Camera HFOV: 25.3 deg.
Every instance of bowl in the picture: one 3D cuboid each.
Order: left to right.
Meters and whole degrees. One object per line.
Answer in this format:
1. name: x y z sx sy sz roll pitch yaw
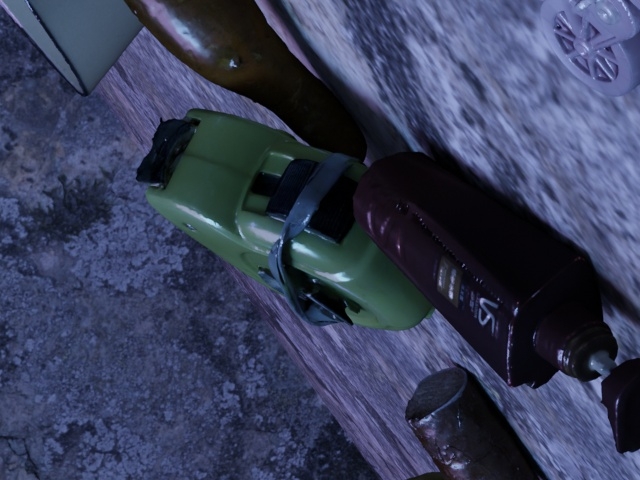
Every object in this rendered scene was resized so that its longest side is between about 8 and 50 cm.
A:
1. bowl: -0.226 -0.250 1.216 0.238 0.126 0.238 52 173 9

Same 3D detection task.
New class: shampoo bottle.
1. shampoo bottle: 0.099 0.026 0.774 0.236 0.067 0.068 43 159 51

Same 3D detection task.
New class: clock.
1. clock: 0.090 -0.087 0.415 0.087 0.041 0.129 48 167 4

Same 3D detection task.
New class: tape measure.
1. tape measure: 0.000 0.000 0.952 0.175 0.106 0.200 15 161 43

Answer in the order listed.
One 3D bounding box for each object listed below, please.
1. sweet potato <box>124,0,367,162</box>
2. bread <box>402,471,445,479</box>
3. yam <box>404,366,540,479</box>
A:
1. sweet potato: -0.090 -0.180 0.955 0.346 0.079 0.108 50 -159 5
2. bread: 0.164 0.364 1.488 0.252 0.196 0.238 36 158 56
3. yam: 0.136 0.189 1.272 0.141 0.079 0.079 56 172 -16
